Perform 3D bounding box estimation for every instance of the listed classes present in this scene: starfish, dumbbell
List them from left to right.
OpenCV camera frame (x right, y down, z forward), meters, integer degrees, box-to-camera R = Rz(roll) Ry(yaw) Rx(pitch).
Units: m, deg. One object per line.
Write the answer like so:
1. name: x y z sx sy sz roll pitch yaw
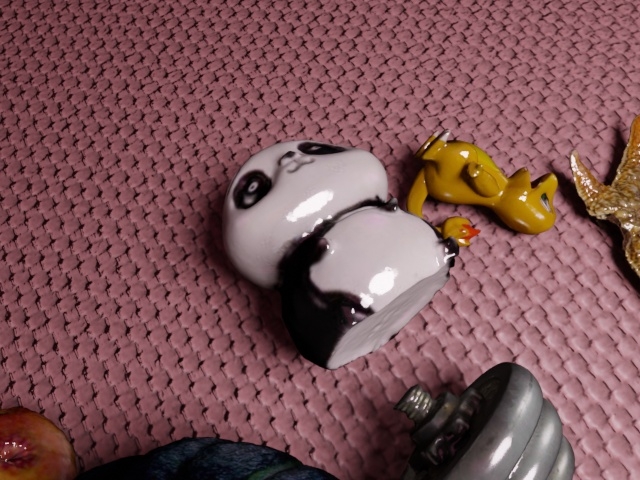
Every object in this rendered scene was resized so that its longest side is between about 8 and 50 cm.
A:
1. dumbbell: 0.225 0.263 0.339 0.406 0.179 0.179 40 76 15
2. starfish: 0.394 -0.024 0.511 0.138 0.050 0.247 -25 77 -7

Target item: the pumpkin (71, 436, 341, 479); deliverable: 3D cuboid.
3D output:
1. pumpkin: -0.079 0.321 0.273 0.364 0.266 0.362 -6 65 12

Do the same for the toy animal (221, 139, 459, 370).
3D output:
1. toy animal: 0.003 -0.001 0.457 0.187 0.165 0.235 -30 70 -21

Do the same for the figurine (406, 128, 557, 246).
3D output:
1. figurine: 0.184 -0.046 0.515 0.176 0.121 0.122 23 100 2

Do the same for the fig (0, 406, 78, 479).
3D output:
1. fig: -0.327 0.286 0.397 0.159 0.159 0.256 26 92 12
